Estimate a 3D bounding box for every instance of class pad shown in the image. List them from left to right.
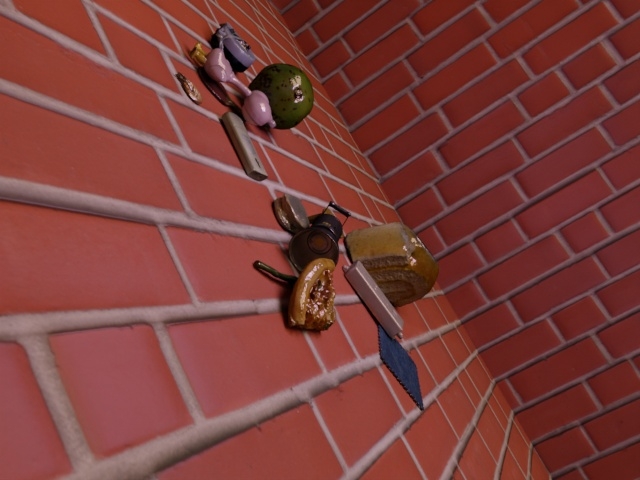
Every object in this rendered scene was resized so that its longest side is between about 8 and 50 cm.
[{"bbox_3d":[0.275,0.420,2.031,0.269,0.012,0.269,52,17,-19],"label":"pad"}]

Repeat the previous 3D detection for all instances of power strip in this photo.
[{"bbox_3d":[0.198,0.214,2.078,0.338,0.058,0.098,54,15,-4],"label":"power strip"}]

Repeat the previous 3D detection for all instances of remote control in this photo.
[{"bbox_3d":[-0.235,-0.290,1.805,0.233,0.038,0.098,63,17,16],"label":"remote control"}]

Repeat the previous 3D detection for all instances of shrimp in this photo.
[{"bbox_3d":[-0.378,-0.437,1.685,0.108,0.023,0.059,46,28,-33],"label":"shrimp"}]

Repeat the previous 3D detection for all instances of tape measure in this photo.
[{"bbox_3d":[-0.333,-0.735,2.236,0.181,0.107,0.182,43,18,-24],"label":"tape measure"}]

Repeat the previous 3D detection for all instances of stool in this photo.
[{"bbox_3d":[0.003,-0.030,1.888,0.134,0.110,0.135,59,15,1],"label":"stool"}]

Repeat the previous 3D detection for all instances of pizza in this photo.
[{"bbox_3d":[-0.006,0.157,1.509,0.292,0.058,0.197,-52,131,-56],"label":"pizza"}]

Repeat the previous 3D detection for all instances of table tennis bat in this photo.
[{"bbox_3d":[-0.323,-0.485,1.946,0.234,0.022,0.131,45,20,-35],"label":"table tennis bat"}]

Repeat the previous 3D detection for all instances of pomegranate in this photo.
[{"bbox_3d":[-0.153,-0.527,2.157,0.254,0.254,0.270,51,-25,-23],"label":"pomegranate"}]

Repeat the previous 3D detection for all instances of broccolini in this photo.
[{"bbox_3d":[-0.091,0.097,1.509,0.054,0.051,0.239,14,-9,38],"label":"broccolini"}]

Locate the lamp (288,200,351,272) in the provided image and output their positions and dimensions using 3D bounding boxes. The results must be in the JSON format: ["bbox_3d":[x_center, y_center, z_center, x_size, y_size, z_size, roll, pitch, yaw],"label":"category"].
[{"bbox_3d":[0.000,0.000,1.738,0.147,0.172,0.227,31,24,-1],"label":"lamp"}]

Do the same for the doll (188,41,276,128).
[{"bbox_3d":[-0.274,-0.507,1.932,0.365,0.094,0.160,46,18,-24],"label":"doll"}]

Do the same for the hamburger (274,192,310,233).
[{"bbox_3d":[-0.088,-0.082,1.809,0.140,0.062,0.133,26,38,-64],"label":"hamburger"}]

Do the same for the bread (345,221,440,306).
[{"bbox_3d":[0.302,0.066,2.337,0.395,0.264,0.239,44,25,-44],"label":"bread"}]
